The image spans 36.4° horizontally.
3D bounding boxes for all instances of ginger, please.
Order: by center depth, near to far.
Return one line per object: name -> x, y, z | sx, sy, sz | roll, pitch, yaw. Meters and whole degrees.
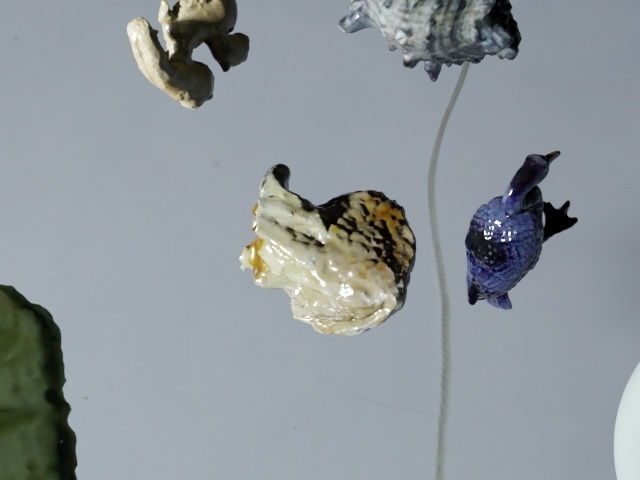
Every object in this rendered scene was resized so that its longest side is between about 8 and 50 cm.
ginger -> -0.126, -0.267, 1.201 | 0.065, 0.149, 0.259 | 23, 57, 32

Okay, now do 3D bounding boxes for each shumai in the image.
shumai -> 0.000, 0.000, 1.640 | 0.262, 0.314, 0.267 | 37, 97, -35

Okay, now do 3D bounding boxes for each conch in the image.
conch -> 0.122, -0.298, 0.991 | 0.186, 0.313, 0.241 | 11, 64, 19

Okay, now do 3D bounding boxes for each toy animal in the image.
toy animal -> 0.298, -0.009, 1.509 | 0.122, 0.185, 0.298 | 38, 125, 18

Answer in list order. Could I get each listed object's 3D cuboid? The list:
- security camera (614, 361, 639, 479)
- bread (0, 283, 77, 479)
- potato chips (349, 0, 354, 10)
security camera -> 0.286, 0.113, 0.562 | 0.236, 0.194, 0.195 | -9, 78, -34
bread -> -0.187, 0.073, 0.353 | 0.088, 0.232, 0.128 | -9, 76, 34
potato chips -> 0.154, -0.635, 1.880 | 0.097, 0.373, 0.389 | 26, 44, -19
